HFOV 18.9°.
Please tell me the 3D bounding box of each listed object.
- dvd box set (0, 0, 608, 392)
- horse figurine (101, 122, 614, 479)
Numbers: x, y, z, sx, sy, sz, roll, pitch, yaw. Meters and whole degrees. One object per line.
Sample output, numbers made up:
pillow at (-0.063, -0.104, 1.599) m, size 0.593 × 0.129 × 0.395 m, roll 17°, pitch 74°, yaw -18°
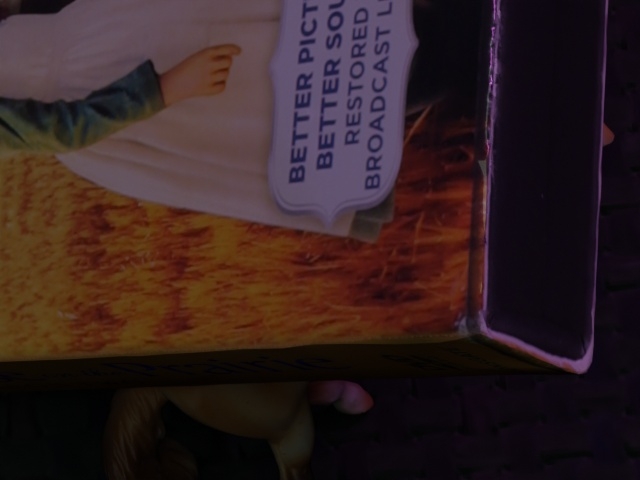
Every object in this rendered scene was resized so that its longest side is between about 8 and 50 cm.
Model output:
dvd box set at (-0.101, -0.103, 0.634) m, size 0.420 × 0.062 × 0.307 m, roll -4°, pitch 75°, yaw 37°
horse figurine at (0.000, 0.000, 0.654) m, size 0.066 × 0.174 × 0.263 m, roll 29°, pitch 84°, yaw 42°
